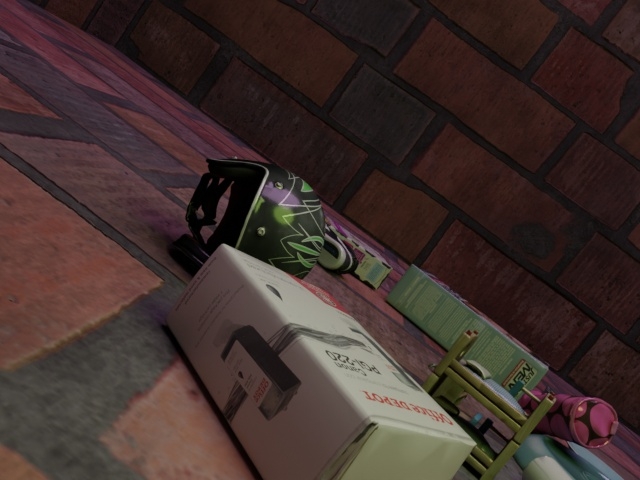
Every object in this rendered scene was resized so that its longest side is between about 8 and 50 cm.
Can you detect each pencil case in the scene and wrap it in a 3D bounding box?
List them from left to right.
[{"bbox_3d":[0.424,0.305,1.064,0.098,0.095,0.209,25,-11,-2],"label":"pencil case"}]

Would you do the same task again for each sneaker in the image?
[{"bbox_3d":[0.000,0.000,1.379,0.217,0.079,0.121,51,10,32],"label":"sneaker"}]

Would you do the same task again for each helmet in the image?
[{"bbox_3d":[-0.073,-0.014,0.720,0.161,0.169,0.169,21,0,26],"label":"helmet"}]

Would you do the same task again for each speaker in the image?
[{"bbox_3d":[0.300,0.324,0.745,0.055,0.055,0.136,34,7,-18],"label":"speaker"}]

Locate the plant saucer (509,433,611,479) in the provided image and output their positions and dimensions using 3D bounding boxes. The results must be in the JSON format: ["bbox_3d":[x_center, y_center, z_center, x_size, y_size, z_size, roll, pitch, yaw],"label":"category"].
[{"bbox_3d":[0.426,0.398,0.926,0.317,0.043,0.317,35,7,-5],"label":"plant saucer"}]

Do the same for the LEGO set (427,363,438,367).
[{"bbox_3d":[0.223,0.238,1.065,0.083,0.023,0.054,38,7,14],"label":"LEGO set"}]

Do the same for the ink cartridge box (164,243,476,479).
[{"bbox_3d":[-0.005,0.113,0.495,0.158,0.092,0.218,29,12,-47],"label":"ink cartridge box"}]

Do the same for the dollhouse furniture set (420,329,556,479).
[{"bbox_3d":[0.216,0.206,0.803,0.129,0.129,0.184,39,7,23],"label":"dollhouse furniture set"}]

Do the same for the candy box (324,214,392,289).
[{"bbox_3d":[0.053,0.014,1.523,0.233,0.071,0.159,34,7,-13],"label":"candy box"}]

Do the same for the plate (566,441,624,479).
[{"bbox_3d":[0.556,0.463,1.205,0.188,0.024,0.188,35,8,-5],"label":"plate"}]

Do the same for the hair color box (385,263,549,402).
[{"bbox_3d":[0.347,0.217,1.452,0.374,0.113,0.185,40,7,21],"label":"hair color box"}]
